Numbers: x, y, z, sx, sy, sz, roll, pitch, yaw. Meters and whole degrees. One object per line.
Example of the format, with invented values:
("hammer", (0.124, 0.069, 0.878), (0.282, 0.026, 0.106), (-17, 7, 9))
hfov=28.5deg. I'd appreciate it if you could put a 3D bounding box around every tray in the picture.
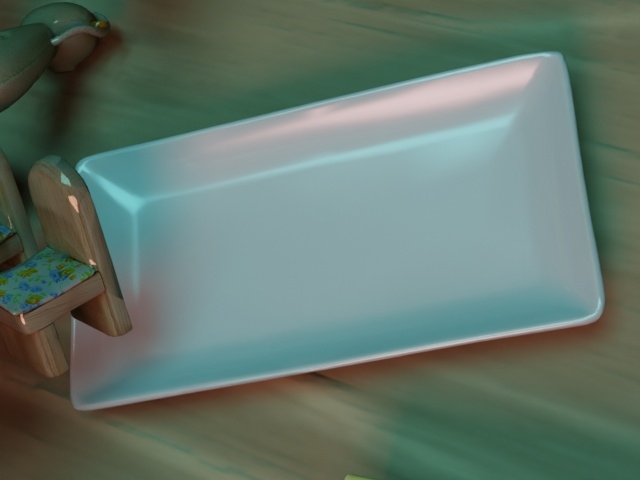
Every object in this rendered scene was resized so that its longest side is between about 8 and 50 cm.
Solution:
("tray", (0.000, 0.000, 0.632), (0.270, 0.030, 0.145), (-11, 64, 17))

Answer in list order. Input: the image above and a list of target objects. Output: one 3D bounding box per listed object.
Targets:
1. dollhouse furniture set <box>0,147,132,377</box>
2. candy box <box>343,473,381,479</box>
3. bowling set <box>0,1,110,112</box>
("dollhouse furniture set", (-0.252, -0.003, 0.585), (0.212, 0.161, 0.242), (-33, 35, -33))
("candy box", (0.090, 0.168, 0.513), (0.187, 0.053, 0.109), (7, 71, 25))
("bowling set", (-0.216, -0.117, 0.725), (0.287, 0.199, 0.154), (1, 27, 18))
